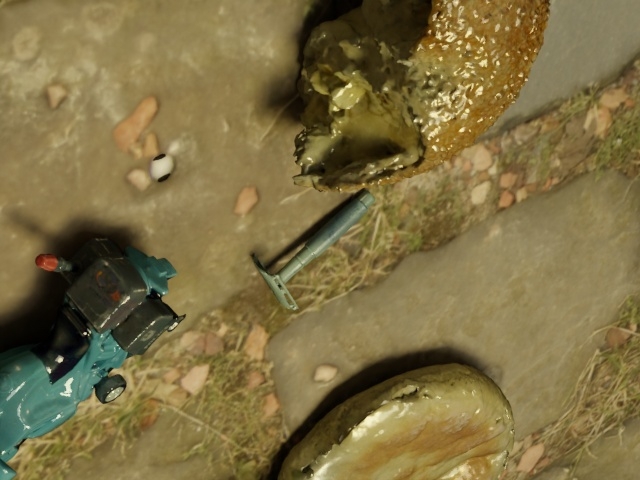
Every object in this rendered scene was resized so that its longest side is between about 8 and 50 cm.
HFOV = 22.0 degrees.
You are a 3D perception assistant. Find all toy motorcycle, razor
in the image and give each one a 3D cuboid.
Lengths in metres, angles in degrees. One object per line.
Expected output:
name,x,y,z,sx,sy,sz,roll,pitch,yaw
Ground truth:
toy motorcycle,-0.243,0.110,1.435,0.272,0.123,0.182,-45,163,8
razor,0.000,0.000,1.595,0.135,0.040,0.068,-43,143,-9

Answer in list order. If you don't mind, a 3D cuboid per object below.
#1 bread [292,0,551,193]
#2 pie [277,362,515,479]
bread,0.100,-0.170,1.403,0.192,0.171,0.314,0,127,-36
pie,0.089,0.258,1.882,0.337,0.075,0.337,-21,135,-22
